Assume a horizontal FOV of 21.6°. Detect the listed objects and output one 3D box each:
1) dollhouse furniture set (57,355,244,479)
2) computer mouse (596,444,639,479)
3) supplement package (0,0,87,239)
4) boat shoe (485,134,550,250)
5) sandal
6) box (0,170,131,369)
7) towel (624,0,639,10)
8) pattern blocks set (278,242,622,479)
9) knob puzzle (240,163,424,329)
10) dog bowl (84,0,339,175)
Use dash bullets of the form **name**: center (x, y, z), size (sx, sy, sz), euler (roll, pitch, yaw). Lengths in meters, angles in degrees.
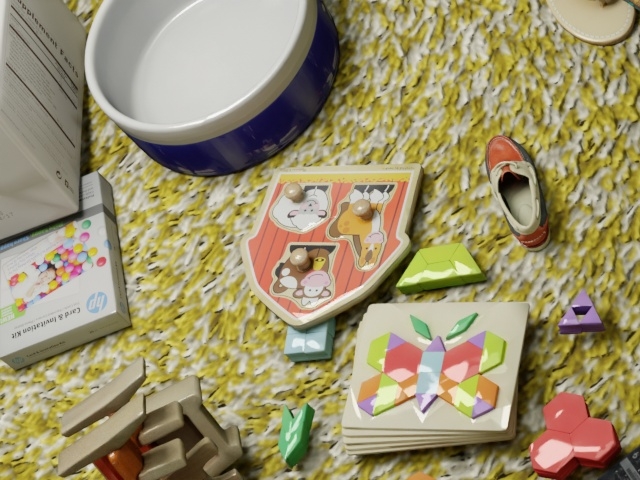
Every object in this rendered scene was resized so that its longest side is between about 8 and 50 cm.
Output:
- **dollhouse furniture set**: center (-0.138, 0.238, 1.512), size (0.135, 0.262, 0.259), euler (-34, 20, 6)
- **computer mouse**: center (0.237, 0.249, 1.447), size (0.242, 0.041, 0.071), euler (-37, 38, 10)
- **supplement package**: center (-0.379, -0.162, 1.854), size (0.177, 0.175, 0.293), euler (-20, 47, 15)
- **boat shoe**: center (0.189, -0.053, 1.634), size (0.049, 0.043, 0.137), euler (-24, 54, 13)
- **sandal**: center (0.255, -0.312, 1.726), size (0.088, 0.079, 0.240), euler (-20, 56, 14)
- **box**: center (-0.285, 0.031, 1.811), size (0.145, 0.038, 0.186), euler (-21, 57, 14)
- **towel**: center (0.360, -0.411, 1.671), size (0.271, 0.040, 0.370), euler (37, 83, 26)
- **pattern blocks set**: center (0.108, 0.125, 1.565), size (0.324, 0.026, 0.285), euler (-16, 52, 18)
- **knob puzzle**: center (0.000, 0.000, 1.682), size (0.213, 0.030, 0.213), euler (-14, 51, 18)
- **dog bowl**: center (-0.117, -0.206, 1.825), size (0.265, 0.104, 0.265), euler (-12, 58, 19)
